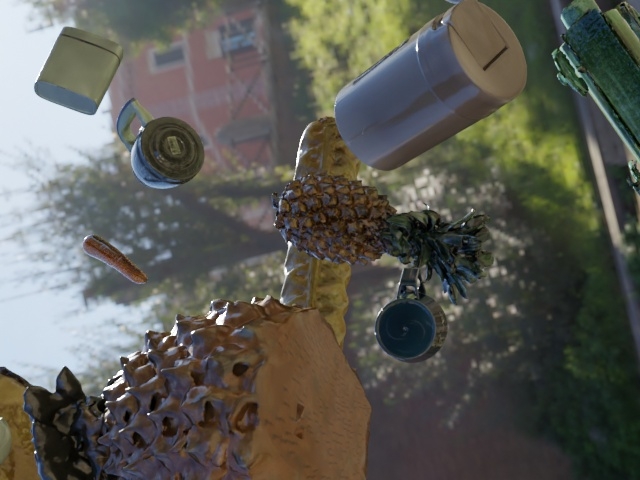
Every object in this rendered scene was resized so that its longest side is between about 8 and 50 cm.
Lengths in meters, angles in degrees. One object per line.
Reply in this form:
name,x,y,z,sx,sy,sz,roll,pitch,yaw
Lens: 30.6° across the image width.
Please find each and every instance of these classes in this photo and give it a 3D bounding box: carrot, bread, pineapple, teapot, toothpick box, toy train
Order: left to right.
carrot,-0.347,0.033,1.975,0.190,0.037,0.037,28,147,46
teapot,-0.269,-0.138,1.862,0.149,0.108,0.111,29,-123,-20
pineapple,-0.144,0.172,1.057,0.223,0.357,0.223,22,-117,-54
bread,0.001,0.000,1.532,0.077,0.084,0.367,36,-128,-50
pineapple,0.053,-0.008,1.091,0.103,0.221,0.083,68,-139,-63
toothpick box,0.111,-0.154,1.191,0.111,0.180,0.111,19,-122,-33
toy train,0.402,-0.164,1.408,0.307,0.126,0.189,57,-150,10

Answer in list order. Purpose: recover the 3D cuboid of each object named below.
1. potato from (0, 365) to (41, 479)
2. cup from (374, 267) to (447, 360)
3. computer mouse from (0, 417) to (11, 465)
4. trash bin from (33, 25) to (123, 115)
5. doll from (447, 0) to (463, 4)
potato,-0.508,0.425,1.698,0.296,0.290,0.397,-57,-25,-61
cup,0.159,0.136,2.091,0.155,0.131,0.176,10,-101,-81
computer mouse,-0.370,0.243,1.305,0.032,0.056,0.110,30,-160,-6
trash bin,-0.416,-0.293,2.012,0.059,0.116,0.130,113,176,-59
doll,0.224,-0.482,1.520,0.318,0.340,0.209,53,163,10
